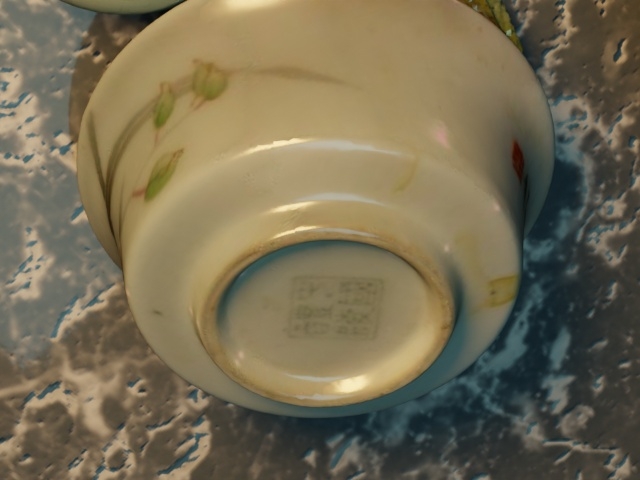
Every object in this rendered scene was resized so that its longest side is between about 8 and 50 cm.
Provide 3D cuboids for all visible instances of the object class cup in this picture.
[{"bbox_3d":[0.000,0.000,1.124,0.347,0.163,0.347,-1,132,-1],"label":"cup"}]

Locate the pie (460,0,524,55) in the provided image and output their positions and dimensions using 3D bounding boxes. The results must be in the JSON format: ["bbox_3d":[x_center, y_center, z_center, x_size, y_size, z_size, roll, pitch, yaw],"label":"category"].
[{"bbox_3d":[0.015,-0.115,1.212,0.277,0.078,0.277,-2,105,-9],"label":"pie"}]

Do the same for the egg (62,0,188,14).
[{"bbox_3d":[-0.096,-0.261,1.093,0.264,0.183,0.183,-35,109,-7],"label":"egg"}]
